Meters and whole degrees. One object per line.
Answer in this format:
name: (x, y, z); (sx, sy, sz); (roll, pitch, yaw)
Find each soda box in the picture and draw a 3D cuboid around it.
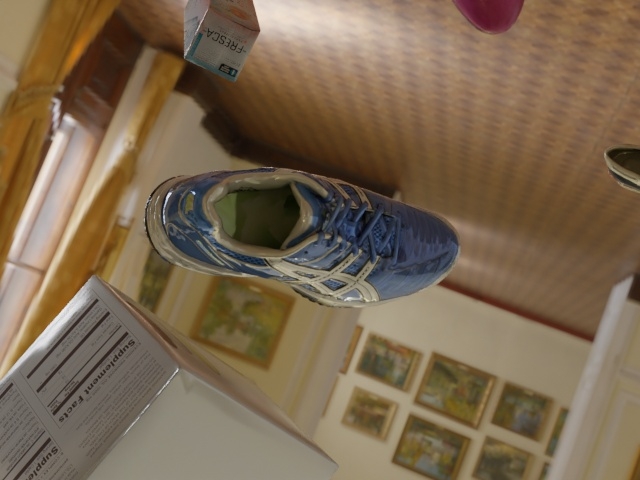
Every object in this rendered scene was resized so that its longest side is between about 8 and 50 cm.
soda box: (-0.108, -0.234, 0.975); (0.058, 0.063, 0.183); (23, -157, -19)

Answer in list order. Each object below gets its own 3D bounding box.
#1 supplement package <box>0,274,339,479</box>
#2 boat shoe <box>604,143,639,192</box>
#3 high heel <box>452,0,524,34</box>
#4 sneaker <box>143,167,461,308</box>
supplement package: (-0.146, 0.193, 0.794); (0.145, 0.204, 0.262); (37, 175, 40)
boat shoe: (0.320, -0.058, 0.817); (0.137, 0.049, 0.043); (19, 168, 38)
high heel: (0.129, -0.274, 0.636); (0.082, 0.244, 0.117); (5, 170, -17)
sneaker: (0.000, 0.000, 0.576); (0.211, 0.080, 0.081); (5, 172, -23)
